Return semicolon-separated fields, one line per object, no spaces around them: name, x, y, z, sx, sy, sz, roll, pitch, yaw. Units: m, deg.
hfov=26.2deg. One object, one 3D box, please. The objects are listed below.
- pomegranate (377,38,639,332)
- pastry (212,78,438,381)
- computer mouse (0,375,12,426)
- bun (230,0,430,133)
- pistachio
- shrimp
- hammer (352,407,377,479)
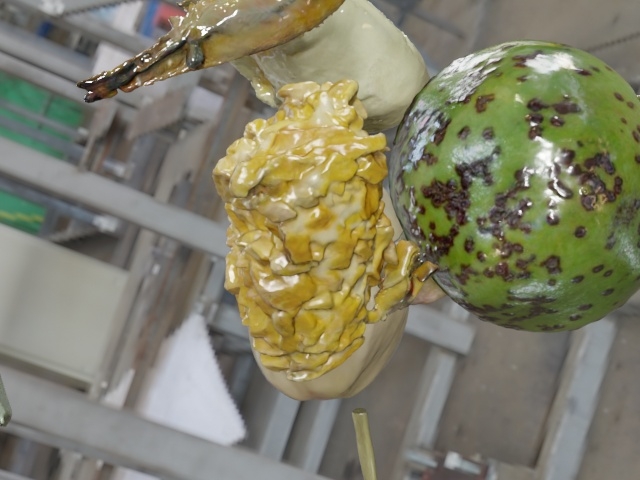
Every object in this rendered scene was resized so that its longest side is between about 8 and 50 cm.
pomegranate;0.162;-0.037;1.162;0.270;0.254;0.254;-35;34;22
pastry;0.000;0.000;1.047;0.102;0.154;0.250;41;153;37
computer mouse;-0.284;0.114;1.135;0.032;0.056;0.110;-26;52;-4
bun;-0.016;-0.211;1.512;0.146;0.287;0.287;-56;22;-1
pistachio;0.016;0.056;1.748;0.226;0.208;0.332;-116;31;-56
shrimp;-0.093;-0.198;1.154;0.066;0.262;0.117;102;143;-73
hammer;0.058;0.294;1.718;0.013;0.062;0.199;-56;-38;-56
